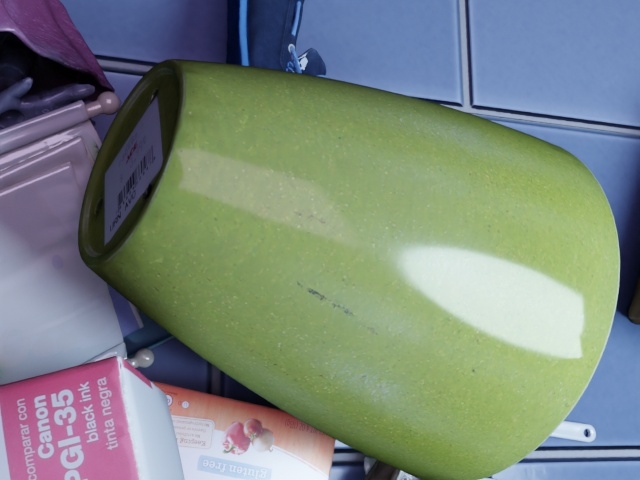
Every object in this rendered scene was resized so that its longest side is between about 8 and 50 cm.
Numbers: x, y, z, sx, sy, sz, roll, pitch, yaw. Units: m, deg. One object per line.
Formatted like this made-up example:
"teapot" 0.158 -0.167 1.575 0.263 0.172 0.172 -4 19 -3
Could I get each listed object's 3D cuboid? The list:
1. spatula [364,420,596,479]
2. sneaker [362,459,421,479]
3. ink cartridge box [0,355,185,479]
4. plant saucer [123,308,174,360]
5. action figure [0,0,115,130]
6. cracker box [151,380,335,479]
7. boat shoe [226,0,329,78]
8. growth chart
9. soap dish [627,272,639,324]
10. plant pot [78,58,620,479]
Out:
"spatula" 0.147 0.216 0.781 0.241 0.019 0.168 11 74 -17
"sneaker" 0.047 0.234 0.700 0.066 0.071 0.188 32 74 -9
"ink cartridge box" -0.230 0.169 0.517 0.282 0.207 0.117 -13 76 -7
"plant saucer" -0.165 0.065 0.704 0.192 0.018 0.067 -25 87 -24
"action figure" -0.293 -0.230 0.648 0.275 0.248 0.370 -24 68 3
"cracker box" -0.086 0.238 0.665 0.155 0.067 0.232 15 74 -16
"boat shoe" -0.033 -0.150 0.752 0.089 0.109 0.258 4 78 -15
"growth chart" -0.190 0.023 0.618 0.171 0.021 0.237 -19 121 -26
"soap dish" 0.460 0.039 0.879 0.290 0.118 0.229 27 71 -13
"plant pot" 0.000 0.000 0.599 0.293 0.274 0.275 23 70 -31
